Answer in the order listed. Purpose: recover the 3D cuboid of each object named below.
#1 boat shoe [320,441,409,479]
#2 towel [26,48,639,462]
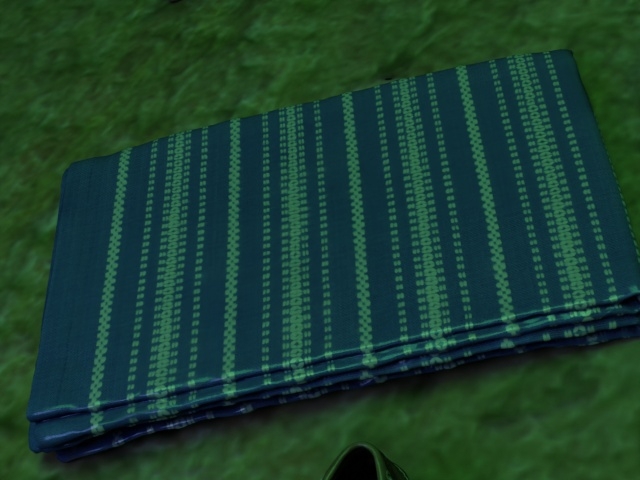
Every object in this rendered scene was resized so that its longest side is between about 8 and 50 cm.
[{"bbox_3d":[-0.003,0.166,0.579,0.066,0.066,0.183,-3,45,20],"label":"boat shoe"},{"bbox_3d":[0.000,0.000,0.785,0.336,0.040,0.243,-12,41,7],"label":"towel"}]
